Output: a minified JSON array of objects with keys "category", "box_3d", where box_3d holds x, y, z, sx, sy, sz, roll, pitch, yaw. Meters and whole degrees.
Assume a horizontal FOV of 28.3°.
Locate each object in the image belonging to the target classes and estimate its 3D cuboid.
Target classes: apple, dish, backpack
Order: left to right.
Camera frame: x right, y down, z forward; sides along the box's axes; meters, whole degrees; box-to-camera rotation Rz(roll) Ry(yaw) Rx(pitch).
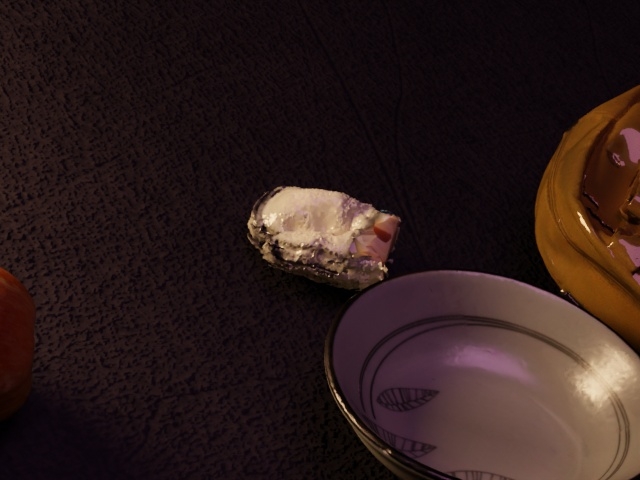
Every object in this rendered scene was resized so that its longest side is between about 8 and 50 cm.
[{"category":"apple","box_3d":[-0.296,0.082,1.030,0.131,0.146,0.146,10,44,-26]},{"category":"dish","box_3d":[0.150,0.156,1.138,0.316,0.106,0.316,8,35,-6]},{"category":"backpack","box_3d":[0.382,-0.010,1.342,0.378,0.201,0.353,-24,61,-40]}]

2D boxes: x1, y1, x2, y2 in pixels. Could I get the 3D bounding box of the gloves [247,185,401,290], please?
[{"category":"gloves","box_3d":[0.000,0.002,1.273,0.153,0.070,0.114,18,52,4]}]
